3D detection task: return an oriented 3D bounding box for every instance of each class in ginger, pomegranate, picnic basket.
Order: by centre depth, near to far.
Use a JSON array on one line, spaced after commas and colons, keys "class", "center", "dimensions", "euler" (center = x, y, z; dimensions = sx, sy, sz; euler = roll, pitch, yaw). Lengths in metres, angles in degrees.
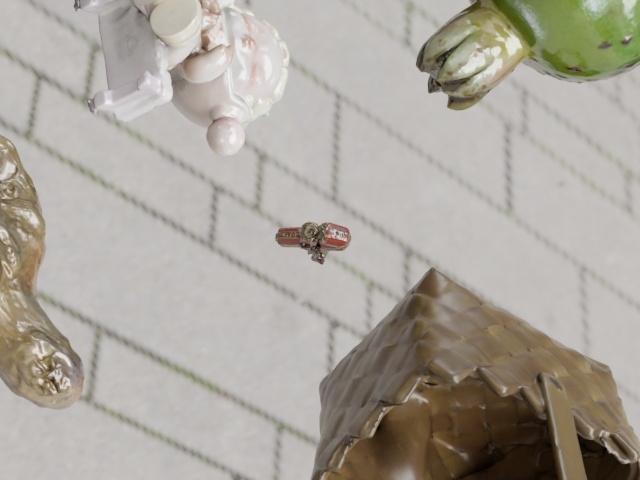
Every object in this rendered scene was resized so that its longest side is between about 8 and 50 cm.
[{"class": "ginger", "center": [-0.242, 0.010, 1.318], "dimensions": [0.084, 0.122, 0.290], "euler": [-11, 46, -13]}, {"class": "pomegranate", "center": [0.177, -0.197, 1.376], "dimensions": [0.202, 0.248, 0.202], "euler": [49, -6, 7]}, {"class": "picnic basket", "center": [0.149, 0.225, 1.651], "dimensions": [0.291, 0.254, 0.321], "euler": [28, 31, -21]}]

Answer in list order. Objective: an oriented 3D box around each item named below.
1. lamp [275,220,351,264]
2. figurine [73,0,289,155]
[{"class": "lamp", "center": [0.000, 0.000, 1.693], "dimensions": [0.063, 0.083, 0.031], "euler": [12, 76, -29]}, {"class": "figurine", "center": [-0.118, -0.170, 1.724], "dimensions": [0.256, 0.144, 0.182], "euler": [20, 34, -58]}]
